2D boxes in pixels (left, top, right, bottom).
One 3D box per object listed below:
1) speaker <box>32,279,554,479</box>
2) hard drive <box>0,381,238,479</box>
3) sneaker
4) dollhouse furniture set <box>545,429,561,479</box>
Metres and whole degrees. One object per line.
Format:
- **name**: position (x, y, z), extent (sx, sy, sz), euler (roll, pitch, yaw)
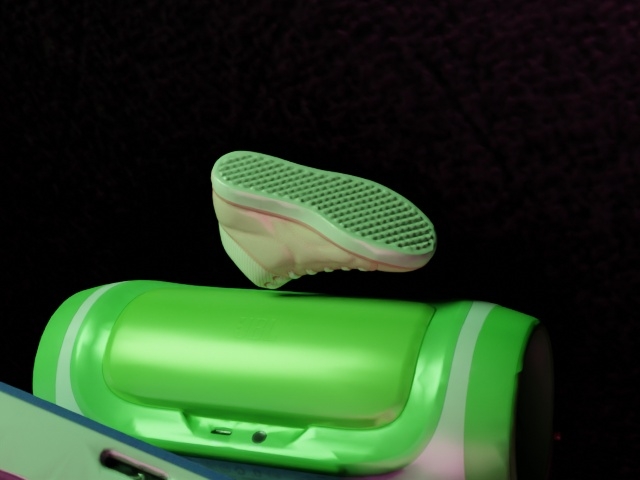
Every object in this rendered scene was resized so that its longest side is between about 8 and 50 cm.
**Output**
- **speaker**: position (-0.019, 0.091, 0.608), extent (0.296, 0.131, 0.131), euler (2, 126, 24)
- **hard drive**: position (-0.121, 0.173, 0.627), extent (0.210, 0.040, 0.319), euler (23, 155, -2)
- **sneaker**: position (0.000, 0.000, 0.582), extent (0.134, 0.051, 0.070), euler (19, 133, 15)
- **dollhouse furniture set**: position (0.073, 0.215, 0.622), extent (0.129, 0.184, 0.129), euler (1, 126, 24)
